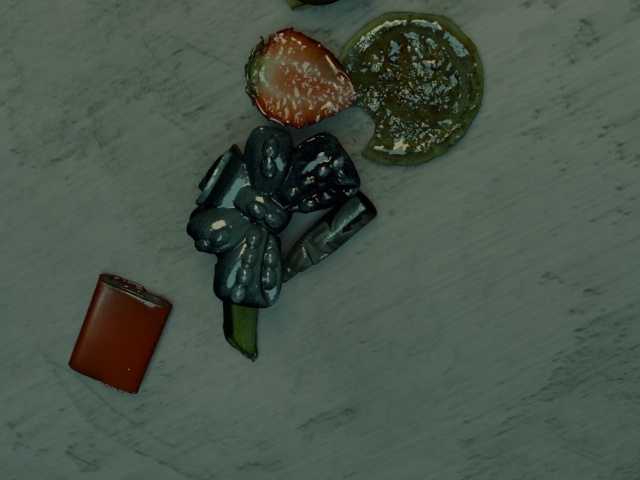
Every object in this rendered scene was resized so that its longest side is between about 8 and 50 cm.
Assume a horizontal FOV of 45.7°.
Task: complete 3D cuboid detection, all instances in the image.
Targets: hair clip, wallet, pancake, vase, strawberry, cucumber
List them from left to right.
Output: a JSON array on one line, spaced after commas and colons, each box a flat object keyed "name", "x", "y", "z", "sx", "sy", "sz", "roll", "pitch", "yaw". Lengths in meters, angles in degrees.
[{"name": "wallet", "x": -0.368, "y": 0.173, "z": 1.392, "sx": 0.142, "sy": 0.045, "sz": 0.204, "roll": 24, "pitch": 111, "yaw": -3}, {"name": "cucumber", "x": -0.147, "y": 0.126, "z": 1.350, "sx": 0.046, "sy": 0.070, "sz": 0.220, "roll": 14, "pitch": 114, "yaw": 30}, {"name": "hair clip", "x": -0.092, "y": -0.057, "z": 1.202, "sx": 0.206, "sy": 0.194, "sz": 0.310, "roll": 36, "pitch": 97, "yaw": -13}, {"name": "strawberry", "x": -0.027, "y": -0.248, "z": 1.166, "sx": 0.187, "sy": 0.082, "sz": 0.146, "roll": 18, "pitch": 111, "yaw": 12}, {"name": "vase", "x": 0.000, "y": 0.000, "z": 1.286, "sx": 0.211, "sy": 0.060, "sz": 0.060, "roll": -40, "pitch": 104, "yaw": 17}, {"name": "pancake", "x": 0.137, "y": -0.236, "z": 1.192, "sx": 0.253, "sy": 0.037, "sz": 0.254, "roll": 3, "pitch": 114, "yaw": 6}]

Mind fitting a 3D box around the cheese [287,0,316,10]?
[{"name": "cheese", "x": -0.012, "y": -0.377, "z": 1.150, "sx": 0.083, "sy": 0.030, "sz": 0.044, "roll": -8, "pitch": 91, "yaw": 12}]

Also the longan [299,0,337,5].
[{"name": "longan", "x": 0.011, "y": -0.423, "z": 1.057, "sx": 0.189, "sy": 0.189, "sz": 0.189, "roll": 1, "pitch": 112, "yaw": 3}]
